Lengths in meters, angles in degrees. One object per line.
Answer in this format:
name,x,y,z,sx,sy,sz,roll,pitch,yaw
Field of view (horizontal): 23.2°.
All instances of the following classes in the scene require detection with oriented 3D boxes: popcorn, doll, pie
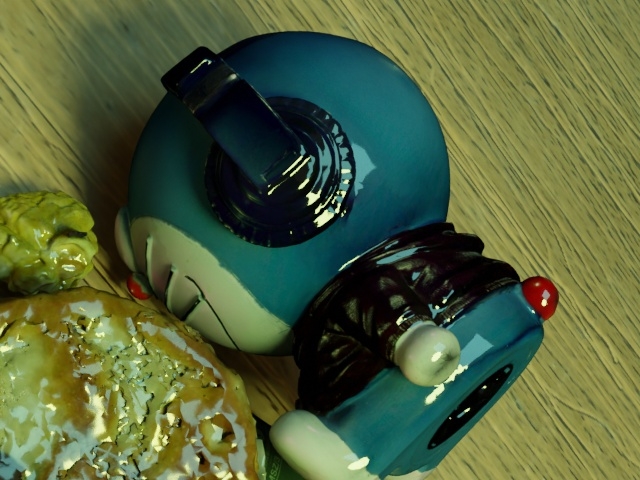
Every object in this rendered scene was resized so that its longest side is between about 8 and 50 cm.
popcorn,-0.177,0.001,1.008,0.084,0.084,0.084,18,62,-39
doll,0.000,0.000,1.056,0.310,0.240,0.284,47,-3,17
pie,-0.158,0.158,0.902,0.308,0.085,0.308,6,73,-19

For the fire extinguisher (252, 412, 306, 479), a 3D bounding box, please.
fire extinguisher,-0.048,0.169,1.061,0.311,0.095,0.114,37,33,-30
